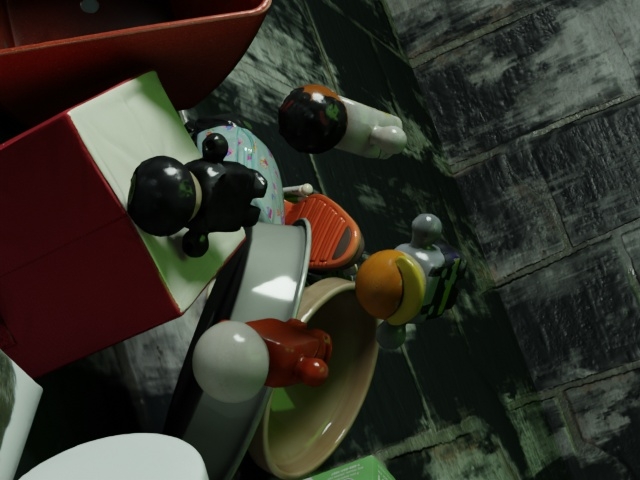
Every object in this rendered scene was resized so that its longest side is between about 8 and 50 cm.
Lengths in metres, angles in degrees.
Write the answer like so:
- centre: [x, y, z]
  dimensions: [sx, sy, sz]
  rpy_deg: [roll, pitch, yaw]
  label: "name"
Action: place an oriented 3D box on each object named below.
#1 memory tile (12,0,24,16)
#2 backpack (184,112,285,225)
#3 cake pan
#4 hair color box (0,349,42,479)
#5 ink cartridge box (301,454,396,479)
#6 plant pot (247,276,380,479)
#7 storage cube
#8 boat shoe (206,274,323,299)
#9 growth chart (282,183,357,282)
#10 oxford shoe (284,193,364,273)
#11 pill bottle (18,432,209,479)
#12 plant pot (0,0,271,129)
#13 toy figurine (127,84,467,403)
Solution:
- centre: [-0.303, -0.254, 1.167]
  dimensions: [0.113, 0.012, 0.148]
  rpy_deg: [67, 19, 1]
  label: "memory tile"
- centre: [-0.108, -0.061, 1.302]
  dimensions: [0.152, 0.115, 0.182]
  rpy_deg: [49, 28, -45]
  label: "backpack"
- centre: [-0.088, 0.107, 0.984]
  dimensions: [0.054, 0.293, 0.293]
  rpy_deg: [21, 34, -10]
  label: "cake pan"
- centre: [-0.294, 0.177, 0.551]
  dimensions: [0.185, 0.114, 0.374]
  rpy_deg: [54, 22, -32]
  label: "hair color box"
- centre: [0.008, 0.355, 1.060]
  dimensions: [0.092, 0.160, 0.219]
  rpy_deg: [54, 22, -29]
  label: "ink cartridge box"
- centre: [-0.037, 0.148, 1.186]
  dimensions: [0.237, 0.110, 0.237]
  rpy_deg: [-37, 136, -46]
  label: "plant pot"
- centre: [-0.207, -0.015, 0.875]
  dimensions: [0.183, 0.193, 0.215]
  rpy_deg: [62, 21, -12]
  label: "storage cube"
- centre: [-0.051, 0.080, 1.320]
  dimensions: [0.285, 0.092, 0.102]
  rpy_deg: [13, 56, -66]
  label: "boat shoe"
- centre: [-0.001, 0.023, 1.468]
  dimensions: [0.172, 0.021, 0.237]
  rpy_deg: [-13, -78, 64]
  label: "growth chart"
- centre: [0.000, 0.000, 1.328]
  dimensions: [0.098, 0.097, 0.271]
  rpy_deg: [30, -5, -26]
  label: "oxford shoe"
- centre: [-0.108, 0.297, 0.676]
  dimensions: [0.176, 0.176, 0.318]
  rpy_deg: [-61, 143, -66]
  label: "pill bottle"
- centre: [-0.219, -0.245, 0.981]
  dimensions: [0.236, 0.267, 0.267]
  rpy_deg: [113, -37, -66]
  label: "plant pot"
- centre: [-0.017, -0.001, 0.755]
  dimensions: [0.148, 0.209, 0.213]
  rpy_deg: [-2, 69, -63]
  label: "toy figurine"
